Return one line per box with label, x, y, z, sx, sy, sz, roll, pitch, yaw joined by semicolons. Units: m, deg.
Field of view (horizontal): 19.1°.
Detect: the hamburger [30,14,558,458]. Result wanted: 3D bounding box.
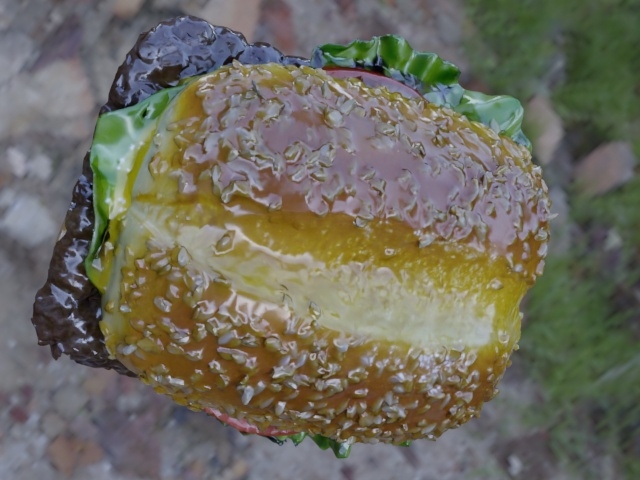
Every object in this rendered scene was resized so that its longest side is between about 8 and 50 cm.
hamburger;0.000;0.000;0.592;0.166;0.087;0.137;17;94;-35
